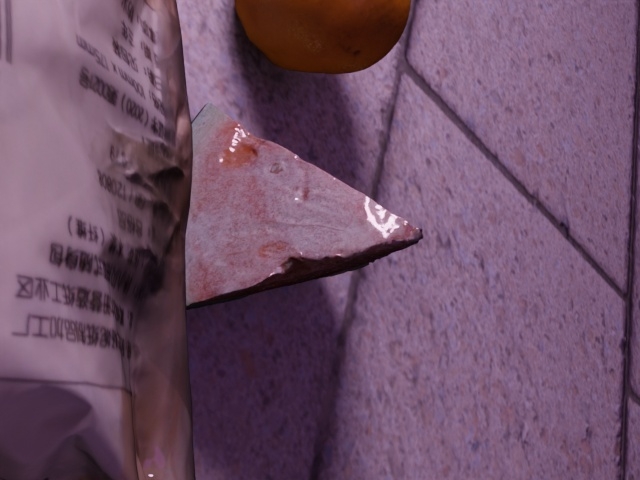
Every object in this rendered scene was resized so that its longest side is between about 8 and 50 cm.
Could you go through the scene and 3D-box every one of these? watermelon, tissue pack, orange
[{"bbox_3d":[-0.017,0.012,0.728,0.207,0.202,0.136,24,99,-41],"label":"watermelon"},{"bbox_3d":[-0.194,-0.029,0.487,0.376,0.195,0.389,13,68,-52],"label":"tissue pack"},{"bbox_3d":[-0.002,-0.209,0.823,0.159,0.136,0.159,41,30,-30],"label":"orange"}]
